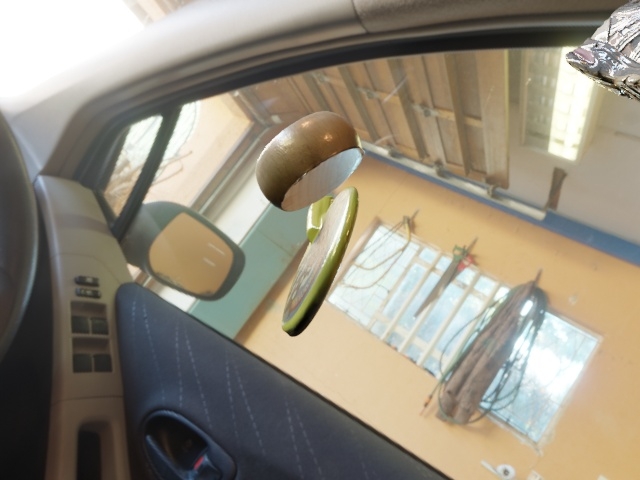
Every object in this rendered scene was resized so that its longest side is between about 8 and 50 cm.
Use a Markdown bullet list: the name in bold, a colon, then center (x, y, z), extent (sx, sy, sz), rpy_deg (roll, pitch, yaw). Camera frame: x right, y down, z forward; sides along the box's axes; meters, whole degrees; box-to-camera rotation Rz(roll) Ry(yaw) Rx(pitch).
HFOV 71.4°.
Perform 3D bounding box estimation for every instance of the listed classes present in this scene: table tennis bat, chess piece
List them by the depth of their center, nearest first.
- **chess piece**: center (-0.008, -0.057, 0.333), extent (0.038, 0.083, 0.083), rpy_deg (55, -5, 9)
- **table tennis bat**: center (0.000, 0.000, 0.696), extent (0.054, 0.224, 0.369), rpy_deg (25, 22, -8)

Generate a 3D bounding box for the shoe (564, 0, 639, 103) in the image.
- **shoe**: center (0.326, -0.179, 0.421), extent (0.089, 0.092, 0.180), rpy_deg (19, 28, -22)
